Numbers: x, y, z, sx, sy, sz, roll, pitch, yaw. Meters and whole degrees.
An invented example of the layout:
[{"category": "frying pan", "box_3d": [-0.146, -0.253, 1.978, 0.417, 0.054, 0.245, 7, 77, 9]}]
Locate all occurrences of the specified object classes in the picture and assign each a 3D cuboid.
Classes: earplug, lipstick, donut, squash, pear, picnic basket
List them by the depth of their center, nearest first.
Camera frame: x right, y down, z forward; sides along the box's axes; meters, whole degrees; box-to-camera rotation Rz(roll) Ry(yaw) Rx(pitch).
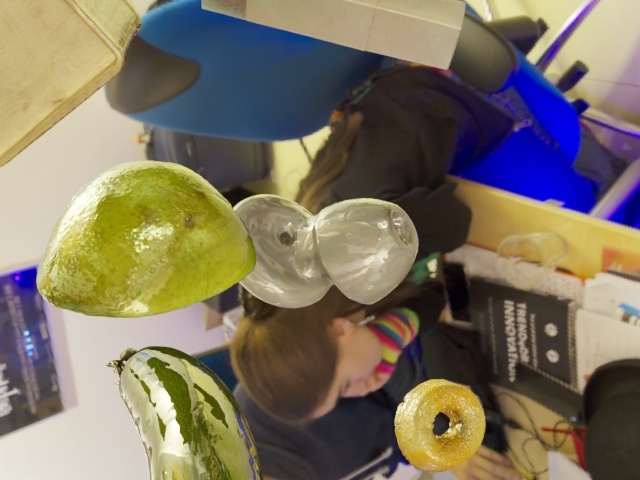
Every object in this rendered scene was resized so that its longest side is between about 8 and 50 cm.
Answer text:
[{"category": "squash", "box_3d": [-0.085, 0.137, 0.469, 0.080, 0.071, 0.318, -65, 28, 9]}, {"category": "picnic basket", "box_3d": [-0.376, -0.275, 0.753, 0.313, 0.228, 0.175, 47, -161, -31]}, {"category": "pear", "box_3d": [-0.256, -0.005, 0.913, 0.288, 0.239, 0.139, 16, 127, 21]}, {"category": "lipstick", "box_3d": [0.017, -0.340, 1.019, 0.372, 0.076, 0.079, 14, 141, 2]}, {"category": "earplug", "box_3d": [-0.001, 0.008, 1.188, 0.175, 0.326, 0.214, 95, 178, -53]}, {"category": "donut", "box_3d": [0.226, 0.338, 1.297, 0.162, 0.178, 0.065, 52, 153, 3]}]
